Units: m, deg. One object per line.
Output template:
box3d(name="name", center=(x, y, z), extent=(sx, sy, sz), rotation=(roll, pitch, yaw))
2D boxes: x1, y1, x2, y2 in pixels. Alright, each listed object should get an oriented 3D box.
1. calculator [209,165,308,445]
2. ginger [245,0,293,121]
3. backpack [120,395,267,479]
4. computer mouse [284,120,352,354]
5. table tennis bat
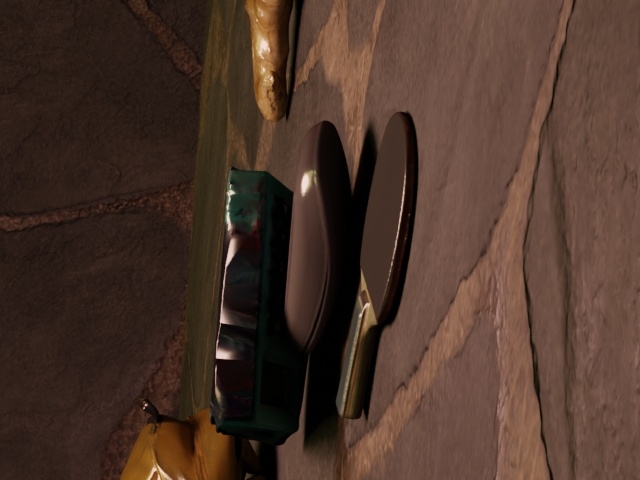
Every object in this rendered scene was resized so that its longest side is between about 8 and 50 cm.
box3d(name="calculator", center=(-0.051, 0.067, 1.756), extent=(0.248, 0.058, 0.274), rotation=(39, -125, -77))
box3d(name="ginger", center=(-0.059, -0.319, 2.212), extent=(0.148, 0.081, 0.333), rotation=(-170, 83, -66))
box3d(name="backpack", center=(-0.172, 0.381, 2.139), extent=(0.353, 0.201, 0.378), rotation=(-174, 85, -78))
box3d(name="computer mouse", center=(0.001, 0.000, 1.636), extent=(0.120, 0.057, 0.232), rotation=(-80, -5, -55))
box3d(name="table tennis bat", center=(0.047, 0.025, 1.463), extent=(0.154, 0.021, 0.274), rotation=(-104, 22, -66))
